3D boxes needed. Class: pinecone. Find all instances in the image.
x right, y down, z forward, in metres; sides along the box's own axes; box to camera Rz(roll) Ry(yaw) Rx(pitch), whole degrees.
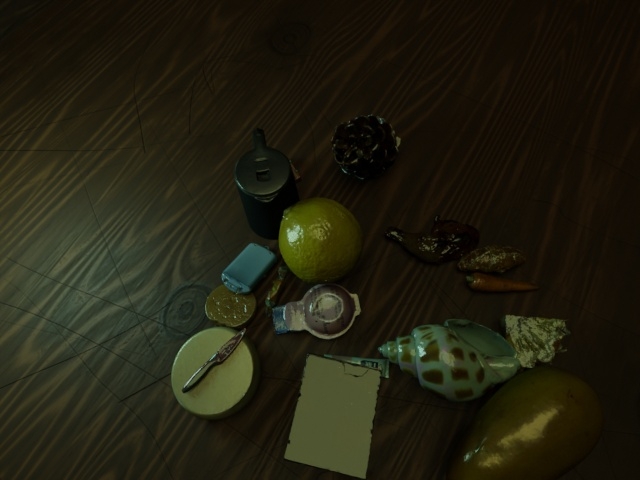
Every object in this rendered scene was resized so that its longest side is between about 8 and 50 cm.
[{"bbox_3d":[0.150,-0.341,1.477,0.243,0.309,0.245,0,89,27],"label":"pinecone"}]

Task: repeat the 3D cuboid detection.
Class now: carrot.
[{"bbox_3d":[0.598,0.147,1.355,0.256,0.061,0.061,8,66,-5],"label":"carrot"}]

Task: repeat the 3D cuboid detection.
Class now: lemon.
[{"bbox_3d":[0.001,0.001,1.317,0.292,0.293,0.294,-1,66,2],"label":"lemon"}]

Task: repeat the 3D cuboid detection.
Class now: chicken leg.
[{"bbox_3d":[0.390,-0.007,1.419,0.321,0.083,0.178,-14,57,-6],"label":"chicken leg"}]

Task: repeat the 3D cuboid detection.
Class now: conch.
[{"bbox_3d":[0.368,0.336,1.193,0.367,0.197,0.250,26,42,0],"label":"conch"}]

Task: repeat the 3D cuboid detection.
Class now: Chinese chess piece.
[{"bbox_3d":[-0.312,0.398,1.246,0.272,0.102,0.274,-1,67,3],"label":"Chinese chess piece"}]

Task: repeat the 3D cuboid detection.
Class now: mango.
[{"bbox_3d":[0.517,0.508,1.060,0.445,0.300,0.232,-32,48,-11],"label":"mango"}]

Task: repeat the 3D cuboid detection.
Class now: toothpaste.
[{"bbox_3d":[0.111,0.383,1.274,0.204,0.036,0.056,8,67,1],"label":"toothpaste"}]

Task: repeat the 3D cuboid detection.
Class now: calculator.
[{"bbox_3d":[-0.237,0.090,1.390,0.121,0.039,0.210,28,53,14],"label":"calculator"}]

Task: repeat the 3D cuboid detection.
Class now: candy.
[{"bbox_3d":[-0.150,0.165,1.372,0.046,0.053,0.182,15,66,17],"label":"candy"}]

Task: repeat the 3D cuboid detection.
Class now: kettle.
[{"bbox_3d":[-0.161,-0.181,1.385,0.203,0.308,0.263,17,68,9],"label":"kettle"}]

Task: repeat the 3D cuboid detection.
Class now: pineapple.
[{"bbox_3d":[0.629,0.299,1.249,0.236,0.114,0.186,-34,69,-9],"label":"pineapple"}]

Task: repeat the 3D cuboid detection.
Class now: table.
[{"bbox_3d":[0.041,0.463,1.096,0.196,0.282,0.251,10,67,7],"label":"table"}]

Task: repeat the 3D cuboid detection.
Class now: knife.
[{"bbox_3d":[-0.305,0.349,1.201,0.035,0.018,0.247,40,73,20],"label":"knife"}]

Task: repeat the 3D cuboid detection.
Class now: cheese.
[{"bbox_3d":[-0.013,0.230,1.324,0.285,0.074,0.189,-13,66,0],"label":"cheese"}]

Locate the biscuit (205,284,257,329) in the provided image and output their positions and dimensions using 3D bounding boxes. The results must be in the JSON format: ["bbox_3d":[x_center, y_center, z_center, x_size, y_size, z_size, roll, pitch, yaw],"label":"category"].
[{"bbox_3d":[-0.288,0.212,1.358,0.170,0.050,0.171,0,59,-1],"label":"biscuit"}]

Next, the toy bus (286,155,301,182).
[{"bbox_3d":[-0.114,-0.269,1.574,0.043,0.031,0.110,-32,69,-5],"label":"toy bus"}]

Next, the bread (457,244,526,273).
[{"bbox_3d":[0.571,0.058,1.364,0.232,0.076,0.105,-8,30,2],"label":"bread"}]
